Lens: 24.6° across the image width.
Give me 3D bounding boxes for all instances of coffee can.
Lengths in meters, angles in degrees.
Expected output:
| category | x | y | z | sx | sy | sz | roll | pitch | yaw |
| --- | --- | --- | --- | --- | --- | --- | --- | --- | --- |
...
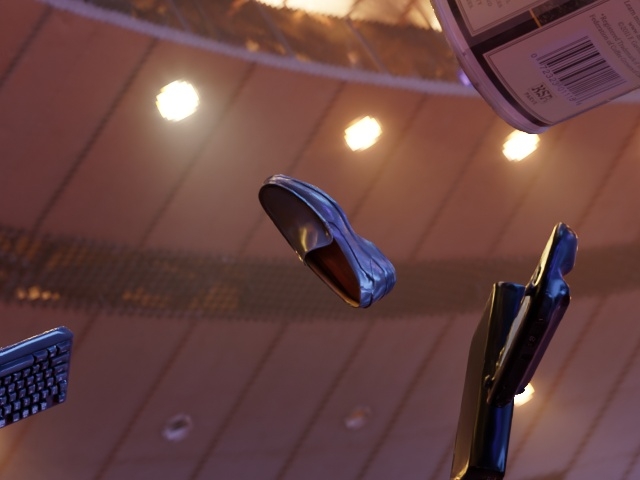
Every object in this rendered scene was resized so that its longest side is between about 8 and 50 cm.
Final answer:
| category | x | y | z | sx | sy | sz | roll | pitch | yaw |
| --- | --- | --- | --- | --- | --- | --- | --- | --- | --- |
| coffee can | 0.231 | -0.216 | 1.012 | 0.275 | 0.201 | 0.201 | -23 | -30 | 29 |

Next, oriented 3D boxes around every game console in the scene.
| category | x | y | z | sx | sy | sz | roll | pitch | yaw |
| --- | --- | --- | --- | --- | --- | --- | --- | --- | --- |
| game console | 0.180 | 0.102 | 1.390 | 0.044 | 0.213 | 0.361 | 13 | -34 | 0 |

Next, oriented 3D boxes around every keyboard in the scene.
| category | x | y | z | sx | sy | sz | roll | pitch | yaw |
| --- | --- | --- | --- | --- | --- | --- | --- | --- | --- |
| keyboard | -0.269 | 0.137 | 1.144 | 0.180 | 0.023 | 0.108 | -20 | -43 | -45 |

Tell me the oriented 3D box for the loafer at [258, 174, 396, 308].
| category | x | y | z | sx | sy | sz | roll | pitch | yaw |
| --- | --- | --- | --- | --- | --- | --- | --- | --- | --- |
| loafer | 0.000 | 0.000 | 1.466 | 0.062 | 0.170 | 0.061 | -55 | -9 | 33 |
